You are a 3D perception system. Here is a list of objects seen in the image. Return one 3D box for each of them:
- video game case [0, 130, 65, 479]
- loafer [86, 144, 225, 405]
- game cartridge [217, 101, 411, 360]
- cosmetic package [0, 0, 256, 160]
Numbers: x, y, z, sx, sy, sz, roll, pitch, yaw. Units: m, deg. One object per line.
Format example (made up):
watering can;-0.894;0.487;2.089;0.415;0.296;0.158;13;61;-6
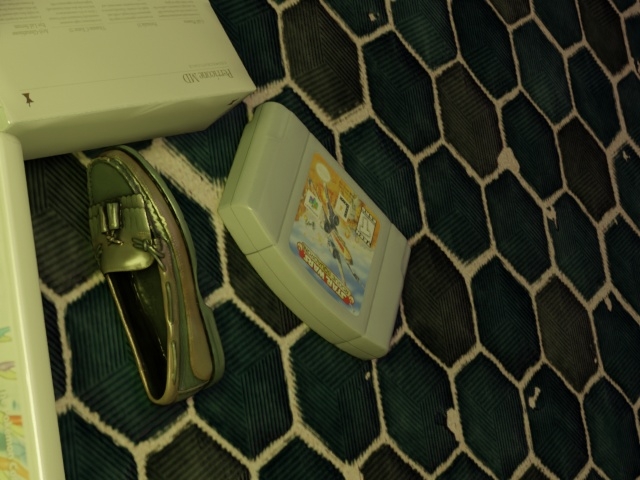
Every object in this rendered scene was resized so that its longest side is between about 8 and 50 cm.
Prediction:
video game case;-0.333;0.113;1.207;0.036;0.300;0.329;21;57;-66
loafer;-0.176;0.037;1.651;0.084;0.096;0.267;-31;102;-49
game cartridge;0.000;0.000;1.949;0.297;0.062;0.198;46;37;-32
cosmetic package;-0.260;-0.230;1.604;0.377;0.097;0.284;-15;72;-56
